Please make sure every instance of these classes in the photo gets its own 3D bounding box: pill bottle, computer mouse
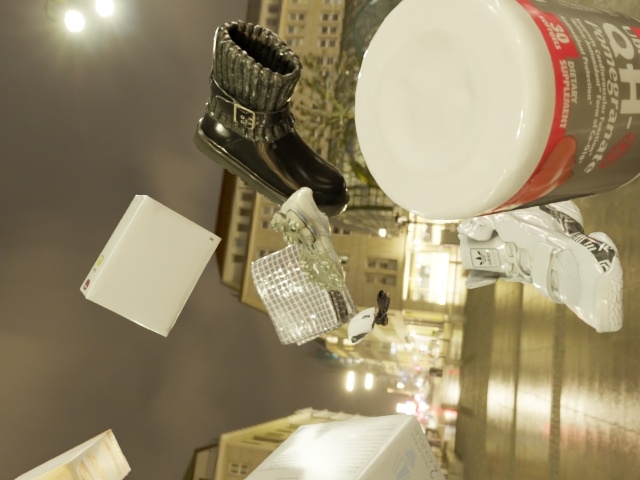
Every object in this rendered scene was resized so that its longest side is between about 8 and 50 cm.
[{"bbox_3d":[0.201,-0.120,0.546,0.319,0.176,0.176,-10,-71,-38],"label":"pill bottle"},{"bbox_3d":[0.112,0.202,1.529,0.193,0.042,0.106,-50,22,46],"label":"computer mouse"}]

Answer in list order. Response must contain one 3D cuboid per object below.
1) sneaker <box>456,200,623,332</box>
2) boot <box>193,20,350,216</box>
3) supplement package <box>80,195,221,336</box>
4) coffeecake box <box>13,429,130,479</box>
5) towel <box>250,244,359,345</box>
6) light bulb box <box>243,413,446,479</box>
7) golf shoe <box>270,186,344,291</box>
[{"bbox_3d":[0.342,0.042,0.991,0.365,0.210,0.137,-78,-23,-65],"label":"sneaker"},{"bbox_3d":[-0.065,-0.211,1.114,0.260,0.348,0.131,-59,3,42],"label":"boot"},{"bbox_3d":[-0.397,0.055,1.424,0.261,0.204,0.145,-62,26,-10],"label":"supplement package"},{"bbox_3d":[-0.334,0.314,0.753,0.068,0.142,0.185,63,174,3],"label":"coffeecake box"},{"bbox_3d":[-0.053,0.152,1.770,0.121,0.235,0.283,-14,-100,-66],"label":"towel"},{"bbox_3d":[0.019,0.467,0.745,0.361,0.225,0.357,-30,-84,-49],"label":"light bulb box"},{"bbox_3d":[0.000,0.000,0.892,0.086,0.069,0.176,-62,-40,-36],"label":"golf shoe"}]
